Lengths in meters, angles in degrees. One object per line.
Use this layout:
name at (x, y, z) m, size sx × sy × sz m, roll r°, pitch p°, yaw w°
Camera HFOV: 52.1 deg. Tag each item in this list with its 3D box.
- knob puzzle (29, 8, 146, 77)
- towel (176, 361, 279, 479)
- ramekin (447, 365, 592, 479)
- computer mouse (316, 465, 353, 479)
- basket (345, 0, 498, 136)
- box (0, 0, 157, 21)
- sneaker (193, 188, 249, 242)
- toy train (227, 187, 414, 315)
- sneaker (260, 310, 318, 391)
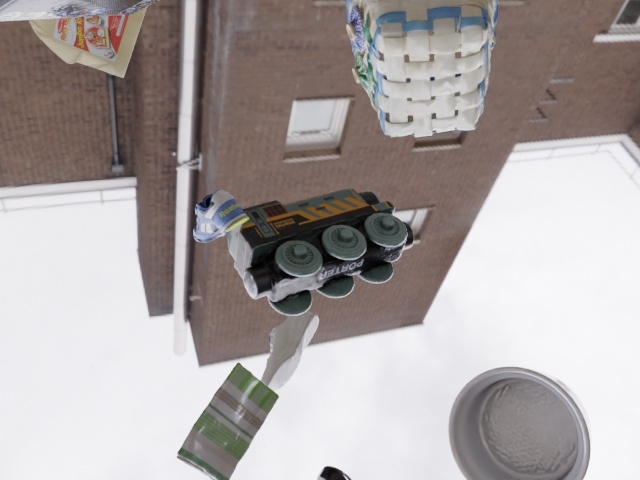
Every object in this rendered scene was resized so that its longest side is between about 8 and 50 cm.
knob puzzle at (-0.397, -0.380, 1.081) m, size 0.213 × 0.213 × 0.030 m, roll 6°, pitch -137°, yaw -8°
towel at (-0.127, 0.264, 0.934) m, size 0.023 × 0.113 × 0.152 m, roll 15°, pitch -116°, yaw 42°
ramekin at (0.414, 0.391, 1.336) m, size 0.277 × 0.277 × 0.135 m, roll 46°, pitch -160°, yaw 25°
computer mouse at (0.068, 0.358, 0.764) m, size 0.041 × 0.071 × 0.242 m, roll -17°, pitch -139°, yaw -26°
basket at (0.135, -0.306, 0.876) m, size 0.200 × 0.255 × 0.289 m, roll 0°, pitch -126°, yaw 10°
box at (-0.201, -0.260, 0.625) m, size 0.184 × 0.045 × 0.190 m, roll -6°, pitch -165°, yaw 36°
sneaker at (-0.150, -0.036, 0.932) m, size 0.053 × 0.144 × 0.059 m, roll -38°, pitch -80°, yaw -31°
toy train at (0.000, 0.000, 1.139) m, size 0.333 × 0.142 × 0.190 m, roll -18°, pitch -128°, yaw -28°
sneaker at (-0.092, 0.251, 1.528) m, size 0.094 × 0.080 × 0.212 m, roll 22°, pitch -112°, yaw 28°
